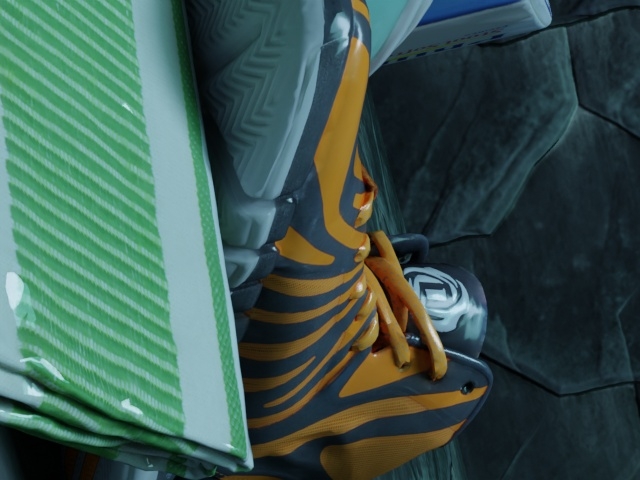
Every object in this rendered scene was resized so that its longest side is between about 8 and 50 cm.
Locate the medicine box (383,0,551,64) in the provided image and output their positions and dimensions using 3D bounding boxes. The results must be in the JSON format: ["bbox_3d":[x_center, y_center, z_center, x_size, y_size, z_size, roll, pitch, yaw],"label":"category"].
[{"bbox_3d":[-0.031,-0.233,1.097,0.149,0.264,0.289,12,66,-80],"label":"medicine box"}]

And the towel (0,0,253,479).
[{"bbox_3d":[-0.138,-0.065,0.602,0.325,0.038,0.247,27,48,-52],"label":"towel"}]

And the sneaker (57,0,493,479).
[{"bbox_3d":[0.000,0.000,0.854,0.321,0.180,0.124,115,-37,-45],"label":"sneaker"}]

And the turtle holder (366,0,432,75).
[{"bbox_3d":[-0.034,-0.180,0.915,0.320,0.243,0.227,-38,138,-36],"label":"turtle holder"}]
